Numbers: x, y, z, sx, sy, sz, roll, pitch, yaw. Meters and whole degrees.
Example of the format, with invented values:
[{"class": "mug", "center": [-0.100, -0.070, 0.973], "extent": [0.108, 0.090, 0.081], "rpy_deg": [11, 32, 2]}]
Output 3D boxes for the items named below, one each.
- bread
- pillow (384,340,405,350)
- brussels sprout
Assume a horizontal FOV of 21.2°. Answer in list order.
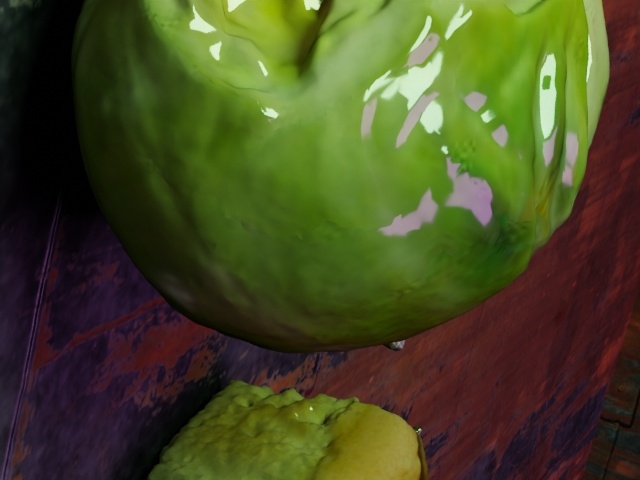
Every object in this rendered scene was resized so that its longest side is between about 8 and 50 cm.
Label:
[{"class": "bread", "center": [-0.034, 0.237, 1.260], "extent": [0.163, 0.204, 0.262], "rpy_deg": [21, 78, -62]}, {"class": "pillow", "center": [0.000, 0.000, 1.175], "extent": [0.038, 0.203, 0.113], "rpy_deg": [29, 80, -44]}, {"class": "brussels sprout", "center": [0.022, -0.089, 0.989], "extent": [0.344, 0.268, 0.344], "rpy_deg": [-18, 121, -34]}]
